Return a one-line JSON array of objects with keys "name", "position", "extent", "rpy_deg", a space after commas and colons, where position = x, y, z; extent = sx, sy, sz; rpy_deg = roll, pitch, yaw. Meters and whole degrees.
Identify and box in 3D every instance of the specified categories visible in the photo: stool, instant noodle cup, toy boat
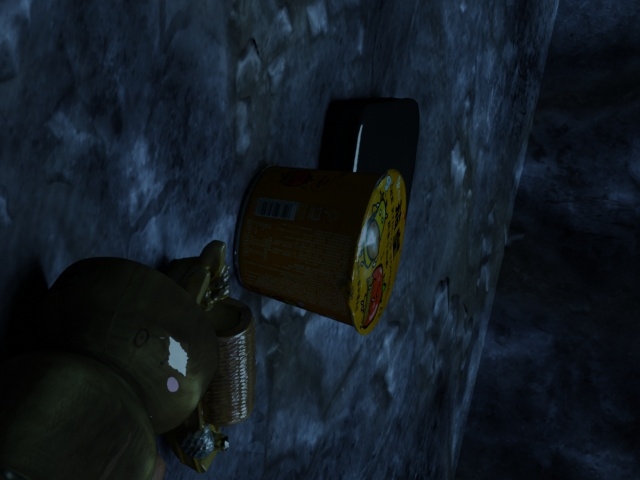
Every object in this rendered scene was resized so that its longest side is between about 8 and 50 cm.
[{"name": "stool", "position": [-0.222, 0.163, 1.401], "extent": [0.264, 0.179, 0.179], "rpy_deg": [-61, 155, -45]}, {"name": "instant noodle cup", "position": [0.000, 0.000, 1.993], "extent": [0.216, 0.172, 0.215], "rpy_deg": [11, 90, -73]}, {"name": "toy boat", "position": [-0.128, 0.139, 1.781], "extent": [0.089, 0.115, 0.310], "rpy_deg": [-55, 152, -51]}]

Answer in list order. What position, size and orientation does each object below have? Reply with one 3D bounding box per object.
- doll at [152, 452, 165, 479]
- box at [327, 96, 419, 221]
[{"name": "doll", "position": [-0.220, 0.336, 1.493], "extent": [0.201, 0.156, 0.303], "rpy_deg": [-48, -179, 45]}, {"name": "box", "position": [0.067, -0.067, 2.325], "extent": [0.289, 0.073, 0.290], "rpy_deg": [-20, 120, -69]}]
